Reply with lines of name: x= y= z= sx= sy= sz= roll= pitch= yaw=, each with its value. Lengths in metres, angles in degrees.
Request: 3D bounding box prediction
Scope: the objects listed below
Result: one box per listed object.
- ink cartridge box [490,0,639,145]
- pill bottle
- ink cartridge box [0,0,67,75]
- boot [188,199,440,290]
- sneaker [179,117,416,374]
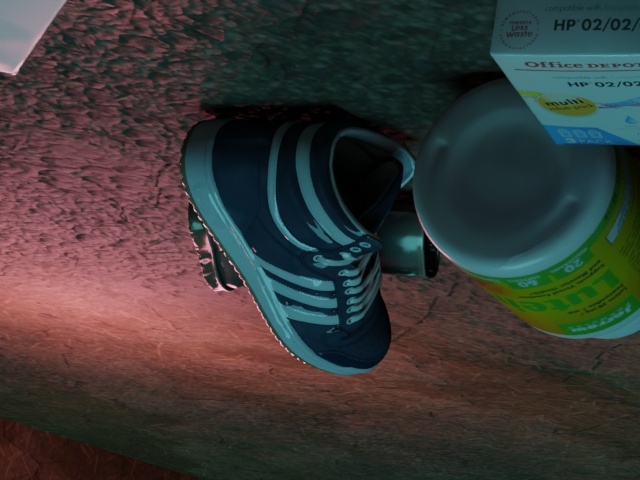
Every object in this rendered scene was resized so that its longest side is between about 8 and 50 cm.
ink cartridge box: x=0.163 y=-0.112 z=1.015 sx=0.104 sy=0.061 sz=0.181 roll=2 pitch=163 yaw=24
pill bottle: x=0.170 y=-0.009 z=1.245 sx=0.136 sy=0.136 sz=0.246 roll=2 pitch=163 yaw=26
ink cartridge box: x=-0.115 y=-0.185 z=0.615 sx=0.092 sy=0.217 sz=0.158 roll=14 pitch=164 yaw=-18
boot: x=0.000 y=0.003 z=1.541 sx=0.209 sy=0.076 sz=0.189 roll=1 pitch=164 yaw=6
sneaker: x=0.022 y=0.010 z=1.372 sx=0.153 sy=0.099 sz=0.282 roll=-4 pitch=139 yaw=34
